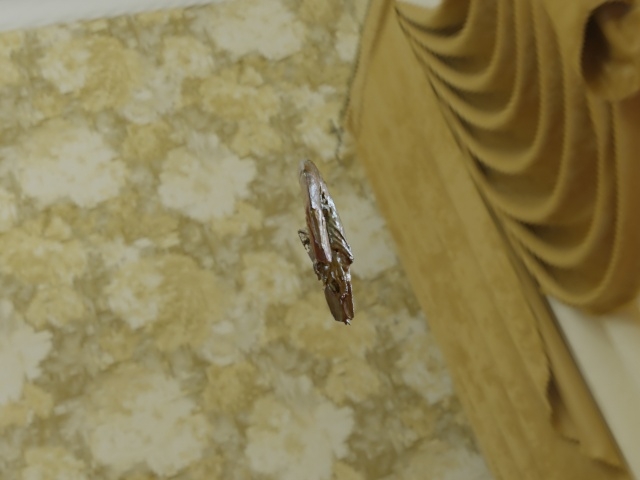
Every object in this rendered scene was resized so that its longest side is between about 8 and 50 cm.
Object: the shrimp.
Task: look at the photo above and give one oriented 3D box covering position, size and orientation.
[{"bbox_3d":[0.008,-0.002,1.122,0.045,0.162,0.095,-12,-14,-9],"label":"shrimp"}]
